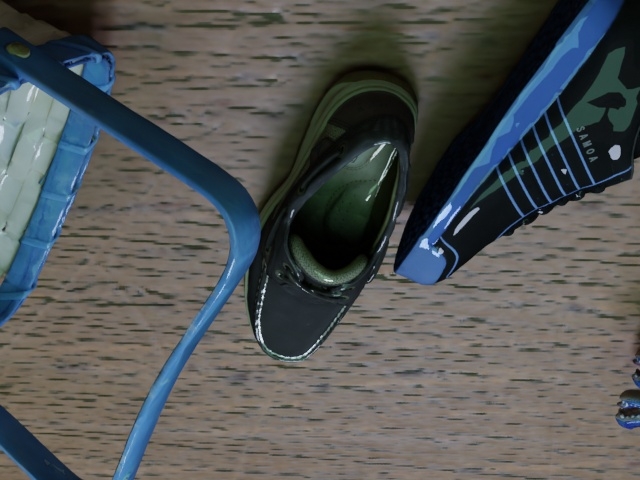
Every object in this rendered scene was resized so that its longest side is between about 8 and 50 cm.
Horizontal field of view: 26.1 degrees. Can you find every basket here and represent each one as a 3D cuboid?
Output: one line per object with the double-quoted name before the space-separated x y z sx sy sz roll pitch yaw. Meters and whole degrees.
"basket" -0.188 -0.008 0.773 0.289 0.201 0.254 40 125 12

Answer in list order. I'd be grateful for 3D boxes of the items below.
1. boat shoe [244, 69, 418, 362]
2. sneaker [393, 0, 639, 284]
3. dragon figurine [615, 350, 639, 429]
"boat shoe" 0.001 0.000 0.867 0.080 0.073 0.223 17 125 -9
"sneaker" 0.133 -0.048 0.820 0.090 0.081 0.232 30 122 -10
"dragon figurine" 0.317 0.040 0.872 0.289 0.085 0.144 -17 124 15
